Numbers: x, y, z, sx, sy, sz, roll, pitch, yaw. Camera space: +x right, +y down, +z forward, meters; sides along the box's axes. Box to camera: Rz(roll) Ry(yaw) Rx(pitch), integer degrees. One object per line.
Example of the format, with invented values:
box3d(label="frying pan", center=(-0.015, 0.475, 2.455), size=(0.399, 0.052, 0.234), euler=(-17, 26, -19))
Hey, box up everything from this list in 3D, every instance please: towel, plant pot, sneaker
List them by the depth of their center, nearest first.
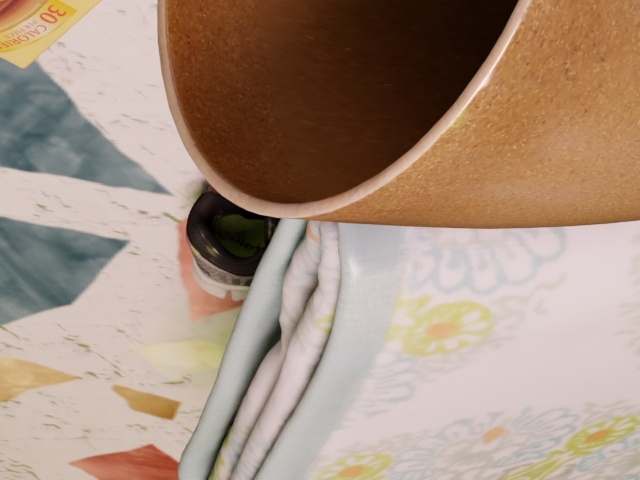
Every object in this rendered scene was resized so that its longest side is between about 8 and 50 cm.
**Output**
box3d(label="plant pot", center=(0.106, -0.099, 0.700), size=(0.254, 0.237, 0.237), euler=(14, 150, -35))
box3d(label="towel", center=(0.107, 0.063, 0.979), size=(0.320, 0.090, 0.374), euler=(-7, 153, -20))
box3d(label="sneaker", center=(0.000, 0.000, 0.998), size=(0.170, 0.063, 0.075), euler=(1, 154, 19))

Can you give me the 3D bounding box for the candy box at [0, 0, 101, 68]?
box3d(label="candy box", center=(-0.124, -0.156, 0.792), size=(0.109, 0.053, 0.187), euler=(28, 144, -28))
